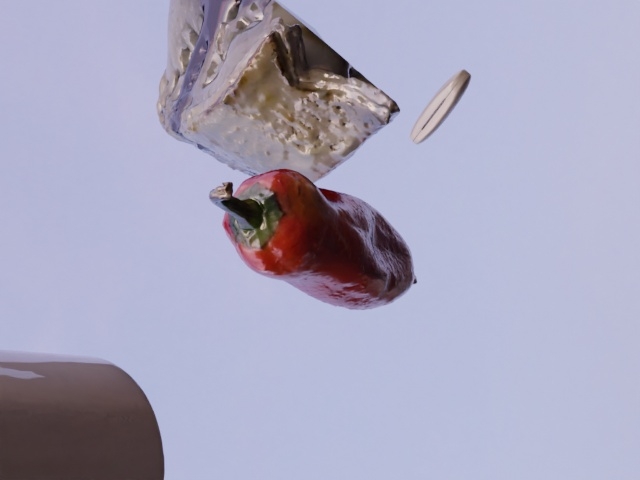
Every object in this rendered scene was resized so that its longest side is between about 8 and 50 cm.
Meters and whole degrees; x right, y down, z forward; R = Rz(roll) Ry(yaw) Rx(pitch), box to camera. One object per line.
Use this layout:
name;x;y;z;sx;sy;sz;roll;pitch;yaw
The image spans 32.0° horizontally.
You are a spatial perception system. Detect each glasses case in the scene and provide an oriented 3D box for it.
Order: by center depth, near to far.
glasses case;0.105;-0.117;0.980;0.083;0.021;0.032;-54;-3;41

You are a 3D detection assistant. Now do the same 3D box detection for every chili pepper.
chili pepper;-0.001;0.000;0.526;0.191;0.050;0.059;24;-145;-57

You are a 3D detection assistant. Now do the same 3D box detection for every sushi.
sushi;-0.036;-0.080;0.658;0.134;0.273;0.109;33;-80;-33

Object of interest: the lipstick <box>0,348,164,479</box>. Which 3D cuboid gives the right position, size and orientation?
lipstick;-0.181;0.064;0.286;0.327;0.087;0.087;13;-93;-54
